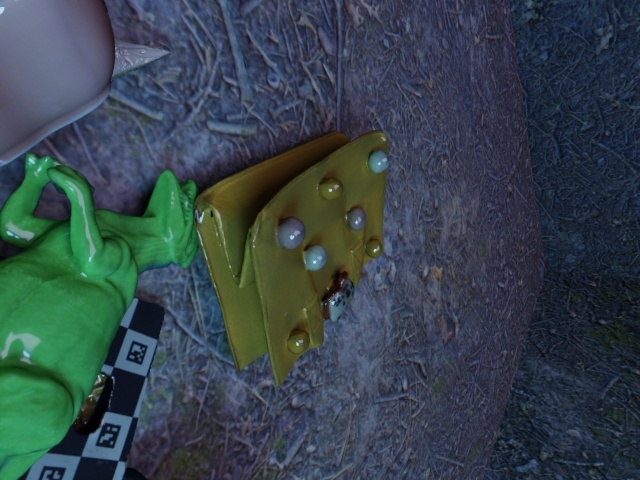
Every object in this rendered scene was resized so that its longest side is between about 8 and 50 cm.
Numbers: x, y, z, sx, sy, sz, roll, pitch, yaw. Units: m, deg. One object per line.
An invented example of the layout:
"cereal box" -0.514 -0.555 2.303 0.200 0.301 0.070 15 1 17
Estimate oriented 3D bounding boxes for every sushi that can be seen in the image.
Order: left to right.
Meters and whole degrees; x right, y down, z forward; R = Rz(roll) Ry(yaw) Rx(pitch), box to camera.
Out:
"sushi" -0.278 0.132 0.409 0.215 0.050 0.192 38 50 -49

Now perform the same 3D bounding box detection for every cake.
"cake" -0.223 -0.191 0.449 0.121 0.052 0.065 -19 102 -49

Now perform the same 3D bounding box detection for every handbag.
"handbag" 0.000 0.000 0.658 0.401 0.133 0.283 -42 136 -49

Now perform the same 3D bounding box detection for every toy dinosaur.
"toy dinosaur" -0.242 0.157 0.351 0.374 0.143 0.501 16 79 -76

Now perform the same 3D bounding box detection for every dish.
"dish" -0.245 -0.126 0.319 0.213 0.213 0.090 -57 140 -30

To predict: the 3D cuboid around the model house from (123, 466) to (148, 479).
"model house" -0.182 0.447 0.413 0.215 0.237 0.303 54 56 -36
